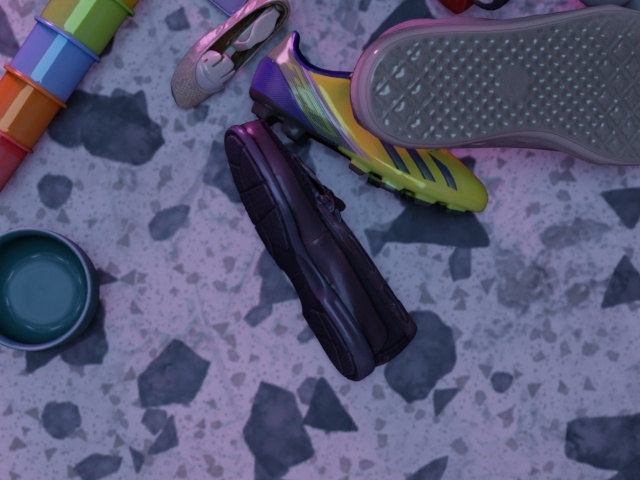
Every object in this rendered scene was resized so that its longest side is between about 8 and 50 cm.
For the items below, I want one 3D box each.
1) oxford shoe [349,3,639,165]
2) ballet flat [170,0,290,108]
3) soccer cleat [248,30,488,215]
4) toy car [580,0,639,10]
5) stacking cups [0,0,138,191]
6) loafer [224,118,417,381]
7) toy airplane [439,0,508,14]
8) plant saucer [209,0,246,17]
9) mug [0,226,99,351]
[{"bbox_3d":[0.227,-0.164,1.496,0.449,0.130,0.169,-2,99,-21],"label":"oxford shoe"},{"bbox_3d":[-0.099,-0.209,1.549,0.168,0.052,0.057,-48,118,-3],"label":"ballet flat"},{"bbox_3d":[0.062,-0.125,1.528,0.289,0.093,0.121,29,91,3],"label":"soccer cleat"},{"bbox_3d":[0.346,-0.321,1.521,0.182,0.136,0.159,16,124,-34],"label":"toy car"},{"bbox_3d":[-0.295,-0.197,1.537,0.096,0.096,0.316,36,88,2],"label":"stacking cups"},{"bbox_3d":[0.000,0.000,1.527,0.095,0.109,0.302,-28,93,-21],"label":"loafer"},{"bbox_3d":[0.097,-0.441,1.419,0.272,0.386,0.384,28,105,38],"label":"toy airplane"},{"bbox_3d":[-0.152,-0.328,1.582,0.192,0.018,0.067,38,86,2],"label":"plant saucer"},{"bbox_3d":[-0.311,0.045,1.513,0.158,0.097,0.129,39,87,3],"label":"mug"}]
